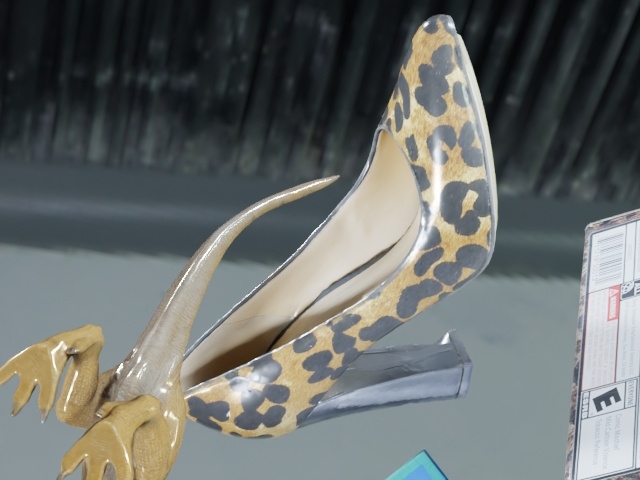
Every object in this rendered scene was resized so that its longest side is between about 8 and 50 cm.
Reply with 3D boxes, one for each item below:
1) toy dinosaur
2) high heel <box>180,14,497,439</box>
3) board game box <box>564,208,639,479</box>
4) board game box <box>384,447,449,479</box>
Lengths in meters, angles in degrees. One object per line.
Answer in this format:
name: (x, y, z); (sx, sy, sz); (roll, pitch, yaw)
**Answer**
toy dinosaur: (-0.068, 0.058, 0.735); (0.064, 0.112, 0.211); (17, 86, 20)
high heel: (0.000, 0.000, 1.118); (0.186, 0.261, 0.093); (-7, 32, -14)
board game box: (0.297, 0.073, 1.079); (0.291, 0.141, 0.232); (-18, 35, 25)
board game box: (0.065, 0.255, 1.184); (0.160, 0.047, 0.210); (-39, 83, 0)
